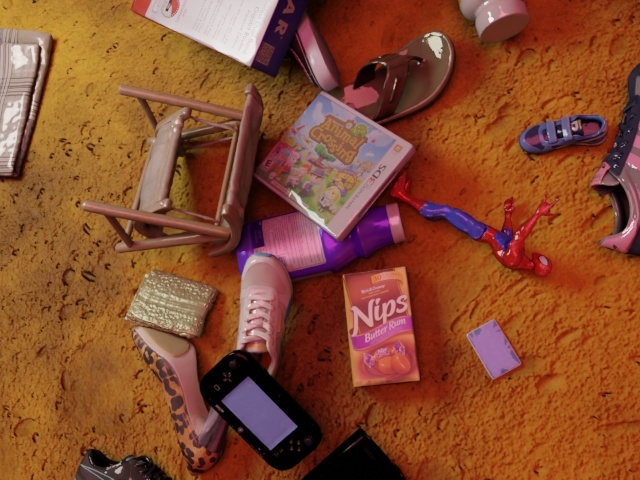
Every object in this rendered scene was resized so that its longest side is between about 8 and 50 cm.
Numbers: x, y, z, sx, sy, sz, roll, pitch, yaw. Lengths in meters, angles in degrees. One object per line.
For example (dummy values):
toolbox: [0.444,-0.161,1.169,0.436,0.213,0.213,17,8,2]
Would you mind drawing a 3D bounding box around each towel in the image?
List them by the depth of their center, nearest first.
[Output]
towel: [-0.263,0.112,1.141,0.148,0.027,0.110,12,60,14]
towel: [-0.724,-0.296,1.320,0.312,0.056,0.325,6,79,13]

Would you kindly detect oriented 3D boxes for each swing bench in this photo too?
swing bench: [-0.227,-0.118,1.099,0.254,0.165,0.253,3,62,9]

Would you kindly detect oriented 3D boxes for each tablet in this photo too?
tablet: [0.280,0.176,1.043,0.054,0.006,0.083,-30,73,4]

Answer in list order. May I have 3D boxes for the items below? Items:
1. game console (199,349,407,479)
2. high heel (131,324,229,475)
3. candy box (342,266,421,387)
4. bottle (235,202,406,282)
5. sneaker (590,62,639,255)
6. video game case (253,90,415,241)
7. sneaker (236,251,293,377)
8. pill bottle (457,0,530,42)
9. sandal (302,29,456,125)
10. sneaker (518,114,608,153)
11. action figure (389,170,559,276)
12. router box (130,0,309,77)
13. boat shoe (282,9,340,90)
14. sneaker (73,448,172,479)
game console: [-0.048,0.332,1.003,0.213,0.044,0.361,-43,93,5]
high heel: [-0.259,0.270,1.103,0.261,0.093,0.186,29,106,28]
candy box: [0.100,0.143,1.063,0.109,0.053,0.187,-8,76,10]
bottle: [0.000,0.000,1.091,0.282,0.092,0.118,-14,75,8]
sneaker: [0.491,-0.132,1.009,0.131,0.112,0.319,-2,77,8]
video game case: [0.017,-0.129,1.068,0.212,0.023,0.193,38,86,30]
sneaker: [-0.092,0.133,1.040,0.087,0.092,0.229,3,106,2]
pill bottle: [0.287,-0.456,1.115,0.117,0.117,0.209,-16,76,8]
sandal: [0.103,-0.263,1.127,0.302,0.086,0.120,-31,72,5]
sneaker: [0.402,-0.180,1.064,0.144,0.059,0.053,-9,79,10]
action figure: [0.267,-0.052,1.047,0.280,0.091,0.139,36,96,16]
router box: [-0.140,-0.493,1.096,0.301,0.082,0.336,30,102,25]
boat shoe: [-0.061,-0.372,1.164,0.104,0.113,0.306,-31,66,12]
sneaker: [-0.293,0.415,1.061,0.267,0.101,0.106,6,77,12]
